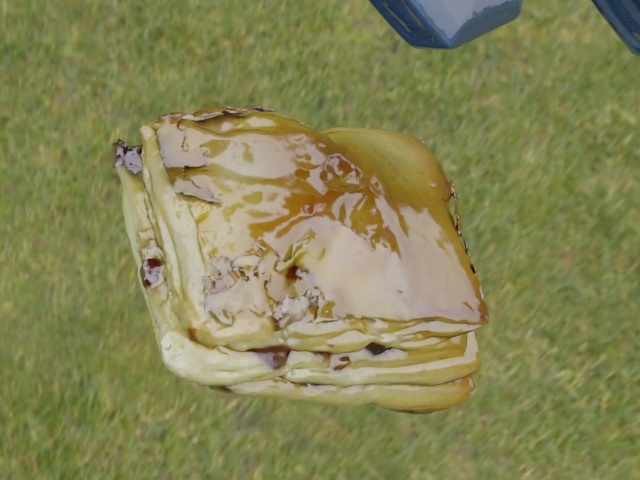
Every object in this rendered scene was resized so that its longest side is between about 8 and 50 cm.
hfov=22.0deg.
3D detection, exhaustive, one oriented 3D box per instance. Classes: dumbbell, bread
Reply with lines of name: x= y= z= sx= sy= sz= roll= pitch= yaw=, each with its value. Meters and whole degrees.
dumbbell: x=0.174 y=-0.215 z=1.217 sx=0.160 sy=0.325 sz=0.144 roll=-27 pitch=113 yaw=-33
bread: x=0.000 y=0.000 z=1.382 sx=0.324 sy=0.167 sz=0.277 roll=15 pitch=38 yaw=-35
